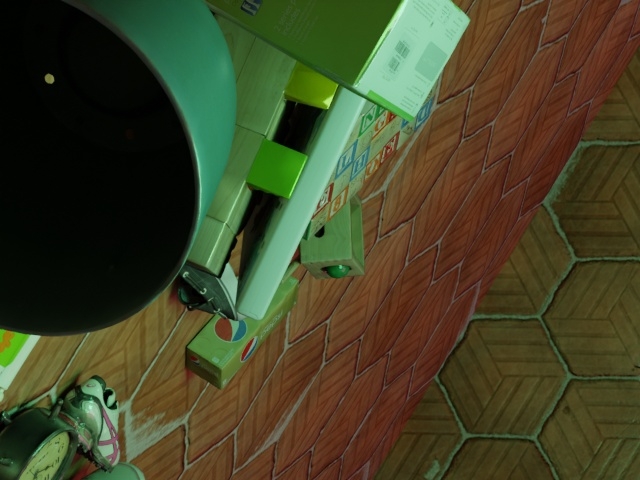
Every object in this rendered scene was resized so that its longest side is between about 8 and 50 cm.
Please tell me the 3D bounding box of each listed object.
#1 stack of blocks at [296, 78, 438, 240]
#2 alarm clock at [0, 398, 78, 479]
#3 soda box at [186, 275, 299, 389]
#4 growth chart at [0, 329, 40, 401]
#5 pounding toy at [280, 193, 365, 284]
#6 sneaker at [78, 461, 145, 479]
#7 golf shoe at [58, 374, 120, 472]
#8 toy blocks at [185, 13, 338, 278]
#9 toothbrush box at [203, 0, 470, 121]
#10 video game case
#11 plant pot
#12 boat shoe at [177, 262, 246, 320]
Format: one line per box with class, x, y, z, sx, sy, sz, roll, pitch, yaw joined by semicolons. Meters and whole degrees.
stack of blocks;0.043;-0.159;2.323;0.297;0.087;0.171;-46;159;-36
alarm clock;-0.337;0.263;2.020;0.129;0.064;0.192;-46;157;-37
soda box;-0.105;0.114;2.423;0.181;0.061;0.058;-49;160;-30
growth chart;-0.335;0.093;1.806;0.172;0.021;0.237;-60;164;2
pounding toy;0.000;0.000;2.431;0.130;0.100;0.141;50;37;-72
sneaker;-0.305;0.344;2.166;0.252;0.103;0.111;-38;152;-37
golf shoe;-0.265;0.223;2.146;0.086;0.067;0.186;-53;163;-16
toy blocks;-0.097;-0.111;1.908;0.261;0.191;0.381;79;35;-84
toothbrush box;-0.027;-0.239;1.646;0.122;0.283;0.206;-59;164;4
video game case;-0.012;-0.110;1.976;0.300;0.036;0.329;-90;-156;-69
plant pot;-0.200;-0.108;1.418;0.235;0.293;0.293;-61;174;-59
boat shoe;-0.142;0.054;2.202;0.076;0.080;0.228;-27;161;-4
